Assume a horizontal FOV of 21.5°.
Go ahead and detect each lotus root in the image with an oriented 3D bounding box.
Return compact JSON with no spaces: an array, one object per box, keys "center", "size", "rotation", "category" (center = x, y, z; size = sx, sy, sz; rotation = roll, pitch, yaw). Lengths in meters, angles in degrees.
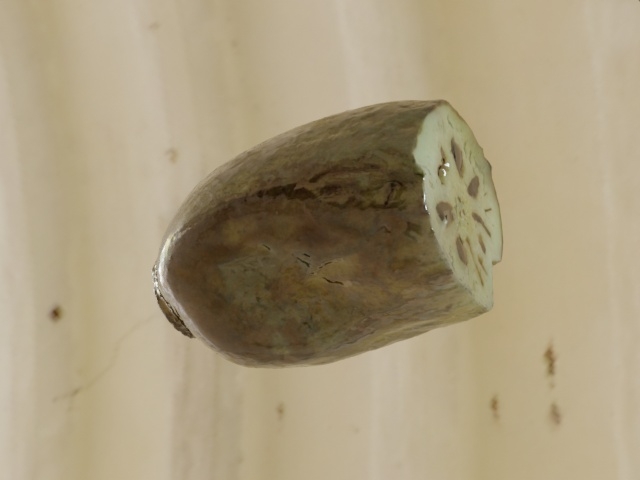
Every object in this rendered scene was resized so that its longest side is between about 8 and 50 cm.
[{"center":[0.000,0.000,1.687],"size":[0.346,0.250,0.250],"rotation":[-19,-72,25],"category":"lotus root"}]
